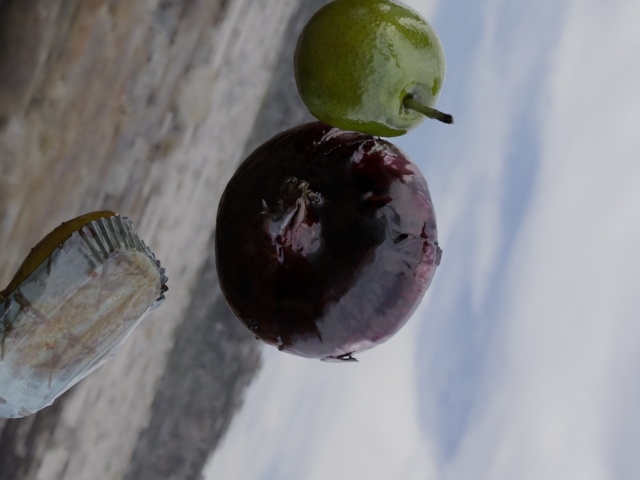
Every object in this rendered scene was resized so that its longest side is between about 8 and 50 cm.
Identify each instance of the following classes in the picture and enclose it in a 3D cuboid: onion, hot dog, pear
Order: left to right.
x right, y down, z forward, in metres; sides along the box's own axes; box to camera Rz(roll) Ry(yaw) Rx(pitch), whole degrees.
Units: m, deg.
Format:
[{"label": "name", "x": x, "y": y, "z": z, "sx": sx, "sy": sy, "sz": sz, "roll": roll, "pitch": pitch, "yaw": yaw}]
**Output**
[{"label": "hot dog", "x": -0.280, "y": 0.082, "z": 1.679, "sx": 0.270, "sy": 0.162, "sz": 0.082, "roll": -44, "pitch": -139, "yaw": 9}, {"label": "onion", "x": 0.000, "y": 0.000, "z": 1.971, "sx": 0.232, "sy": 0.314, "sz": 0.314, "roll": 12, "pitch": 101, "yaw": -66}, {"label": "pear", "x": 0.067, "y": -0.186, "z": 1.794, "sx": 0.166, "sy": 0.180, "sz": 0.216, "roll": -51, "pitch": -128, "yaw": 12}]
